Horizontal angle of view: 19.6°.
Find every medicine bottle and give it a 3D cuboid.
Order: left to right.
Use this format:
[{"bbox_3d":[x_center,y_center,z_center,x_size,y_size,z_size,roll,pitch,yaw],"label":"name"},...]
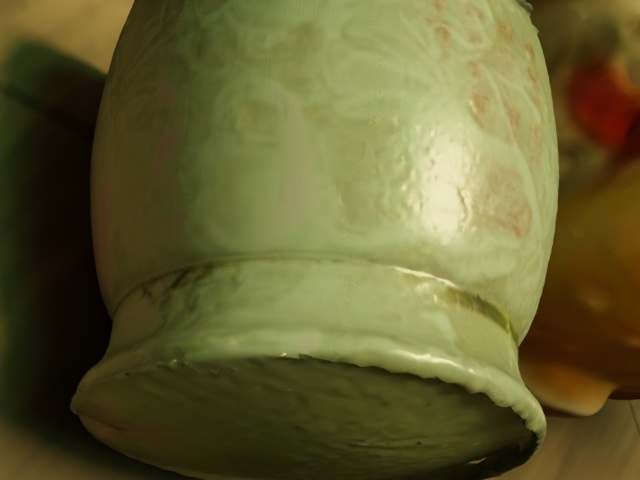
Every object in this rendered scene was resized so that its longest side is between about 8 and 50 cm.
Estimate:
[{"bbox_3d":[0.000,0.000,0.576,0.147,0.147,0.143,29,57,-46],"label":"medicine bottle"}]

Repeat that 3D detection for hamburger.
[{"bbox_3d":[0.171,-0.032,0.700,0.261,0.303,0.186,2,69,-34],"label":"hamburger"}]
